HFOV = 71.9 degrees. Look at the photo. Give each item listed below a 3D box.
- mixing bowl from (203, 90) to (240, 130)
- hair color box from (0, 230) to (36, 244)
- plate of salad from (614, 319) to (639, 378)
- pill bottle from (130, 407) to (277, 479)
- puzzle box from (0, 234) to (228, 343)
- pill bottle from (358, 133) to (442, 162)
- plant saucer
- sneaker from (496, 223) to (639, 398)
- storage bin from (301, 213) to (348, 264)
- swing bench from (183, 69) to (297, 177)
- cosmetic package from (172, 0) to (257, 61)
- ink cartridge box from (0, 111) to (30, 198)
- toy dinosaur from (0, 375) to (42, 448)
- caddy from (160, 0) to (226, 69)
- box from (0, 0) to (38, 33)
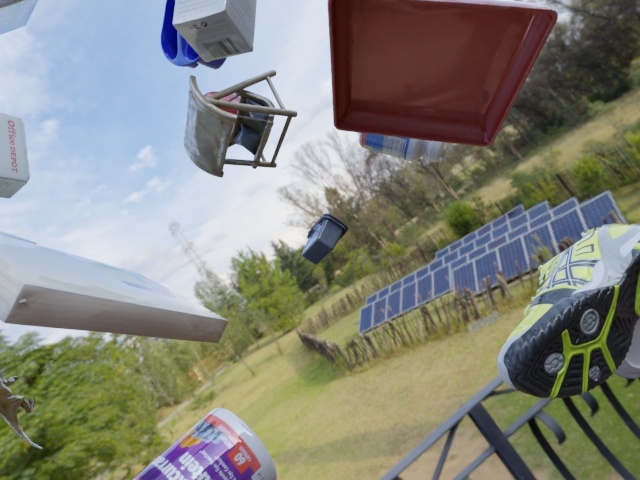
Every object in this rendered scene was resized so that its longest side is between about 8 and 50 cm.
[{"bbox_3d":[-0.348,-0.411,1.435,0.098,0.181,0.181,16,-39,-38],"label":"mixing bowl"},{"bbox_3d":[-0.654,0.006,0.889,0.167,0.053,0.093,7,-12,41],"label":"hair color box"},{"bbox_3d":[0.632,0.178,0.868,0.200,0.200,0.048,-35,20,-3],"label":"plate of salad"},{"bbox_3d":[-0.145,0.271,0.435,0.193,0.108,0.108,-35,-2,-39],"label":"pill bottle"},{"bbox_3d":[-0.369,0.081,0.720,0.052,0.272,0.409,-67,-28,-6],"label":"puzzle box"},{"bbox_3d":[0.228,-0.288,1.211,0.124,0.221,0.124,19,-90,-74],"label":"pill bottle"},{"bbox_3d":[0.145,-0.236,0.616,0.259,0.258,0.048,81,-162,-67],"label":"plant saucer"},{"bbox_3d":[0.409,0.104,0.707,0.384,0.145,0.147,-32,16,-20],"label":"sneaker"},{"bbox_3d":[0.000,0.000,1.248,0.135,0.098,0.091,-46,13,49],"label":"storage bin"},{"bbox_3d":[-0.236,-0.315,1.230,0.254,0.165,0.253,-17,-20,-27],"label":"swing bench"},{"bbox_3d":[-0.265,-0.594,1.134,0.151,0.184,0.151,-5,-16,18],"label":"cosmetic package"},{"bbox_3d":[-0.564,-0.145,0.679,0.072,0.127,0.175,-26,-18,29],"label":"ink cartridge box"},{"bbox_3d":[-0.472,0.247,0.662,0.053,0.183,0.092,-30,-12,-25],"label":"toy dinosaur"},{"bbox_3d":[-0.467,-0.805,1.642,0.241,0.341,0.179,11,2,21],"label":"caddy"},{"bbox_3d":[-0.709,-0.468,0.863,0.231,0.127,0.262,-39,30,-27],"label":"box"}]
